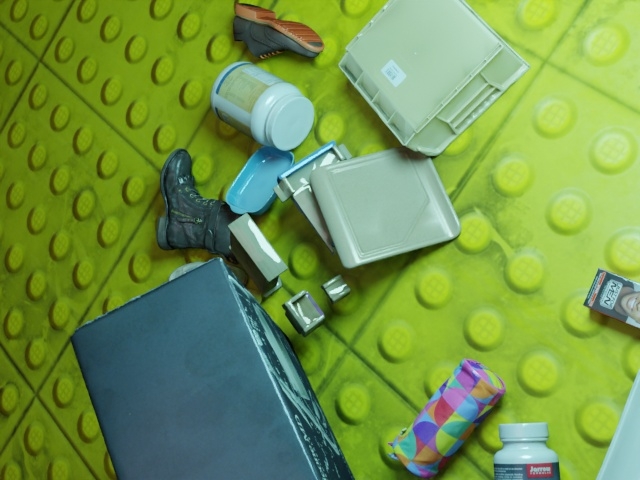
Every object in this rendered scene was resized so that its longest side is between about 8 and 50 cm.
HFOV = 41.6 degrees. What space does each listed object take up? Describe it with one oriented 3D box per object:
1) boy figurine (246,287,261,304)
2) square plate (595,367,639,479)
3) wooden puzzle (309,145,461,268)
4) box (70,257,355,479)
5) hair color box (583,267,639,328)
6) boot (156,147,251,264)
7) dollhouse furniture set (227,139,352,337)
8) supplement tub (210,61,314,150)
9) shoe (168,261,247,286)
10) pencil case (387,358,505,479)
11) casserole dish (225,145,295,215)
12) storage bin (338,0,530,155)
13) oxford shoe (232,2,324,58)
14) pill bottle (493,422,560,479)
[{"bbox_3d":[-0.240,0.196,1.831,0.285,0.092,0.177,-33,61,27],"label":"boy figurine"},{"bbox_3d":[0.589,0.391,1.240,0.347,0.049,0.344,20,80,34],"label":"square plate"},{"bbox_3d":[0.122,-0.068,1.621,0.239,0.044,0.221,-17,66,-9],"label":"wooden puzzle"},{"bbox_3d":[-0.143,0.362,1.463,0.297,0.472,0.480,-28,64,2],"label":"box"},{"bbox_3d":[0.513,0.103,1.381,0.141,0.043,0.072,23,92,34],"label":"hair color box"},{"bbox_3d":[-0.252,-0.080,1.909,0.229,0.091,0.263,2,85,28],"label":"boot"},{"bbox_3d":[0.000,0.000,1.729,0.303,0.198,0.286,-35,83,-11],"label":"dollhouse furniture set"},{"bbox_3d":[-0.125,-0.289,1.821,0.200,0.144,0.144,34,99,33],"label":"supplement tub"},{"bbox_3d":[-0.264,0.081,1.887,0.219,0.058,0.076,-5,78,33],"label":"shoe"},{"bbox_3d":[0.222,0.316,1.498,0.236,0.104,0.104,-51,58,13],"label":"pencil case"},{"bbox_3d":[-0.125,-0.127,1.823,0.114,0.037,0.188,21,70,34],"label":"casserole dish"},{"bbox_3d":[0.209,-0.341,1.626,0.260,0.123,0.262,-45,60,18],"label":"storage bin"},{"bbox_3d":[-0.096,-0.447,1.880,0.271,0.097,0.098,35,120,38],"label":"oxford shoe"},{"bbox_3d":[0.342,0.394,1.394,0.108,0.108,0.180,-10,75,31],"label":"pill bottle"}]
